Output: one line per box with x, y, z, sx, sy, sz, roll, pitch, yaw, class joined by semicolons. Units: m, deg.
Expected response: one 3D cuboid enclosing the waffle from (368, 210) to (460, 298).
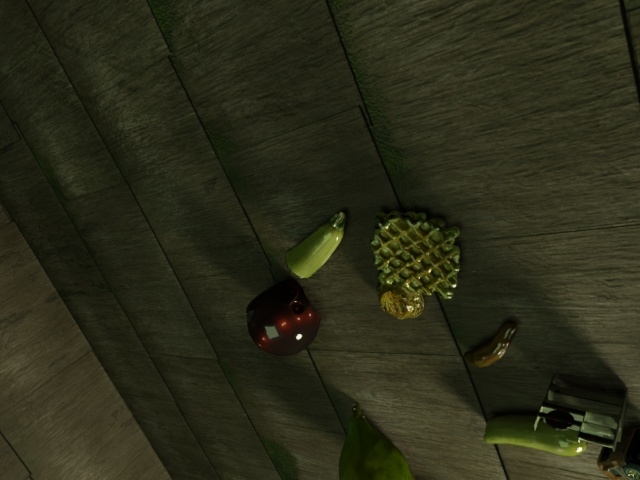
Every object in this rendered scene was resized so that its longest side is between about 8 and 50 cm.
0.211;0.023;1.223;0.223;0.054;0.204;12;125;30;waffle

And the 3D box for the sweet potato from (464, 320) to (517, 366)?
0.396;0.244;1.229;0.053;0.054;0.182;35;133;2;sweet potato

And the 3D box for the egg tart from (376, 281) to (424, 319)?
0.192;0.147;1.325;0.130;0.052;0.130;18;127;25;egg tart

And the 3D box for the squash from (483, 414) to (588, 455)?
0.500;0.456;1.271;0.250;0.083;0.083;-12;110;45;squash

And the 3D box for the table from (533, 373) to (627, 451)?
0.536;0.360;1.106;0.146;0.175;0.062;4;120;36;table

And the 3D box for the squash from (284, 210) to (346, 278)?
0.000;0.000;1.363;0.094;0.094;0.224;46;129;4;squash

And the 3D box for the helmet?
-0.108;0.229;1.539;0.216;0.193;0.189;20;134;-12;helmet

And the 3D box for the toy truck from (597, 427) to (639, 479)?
0.704;0.520;1.137;0.256;0.108;0.140;43;149;3;toy truck

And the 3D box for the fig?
0.153;0.690;1.642;0.314;0.233;0.233;57;144;34;fig
